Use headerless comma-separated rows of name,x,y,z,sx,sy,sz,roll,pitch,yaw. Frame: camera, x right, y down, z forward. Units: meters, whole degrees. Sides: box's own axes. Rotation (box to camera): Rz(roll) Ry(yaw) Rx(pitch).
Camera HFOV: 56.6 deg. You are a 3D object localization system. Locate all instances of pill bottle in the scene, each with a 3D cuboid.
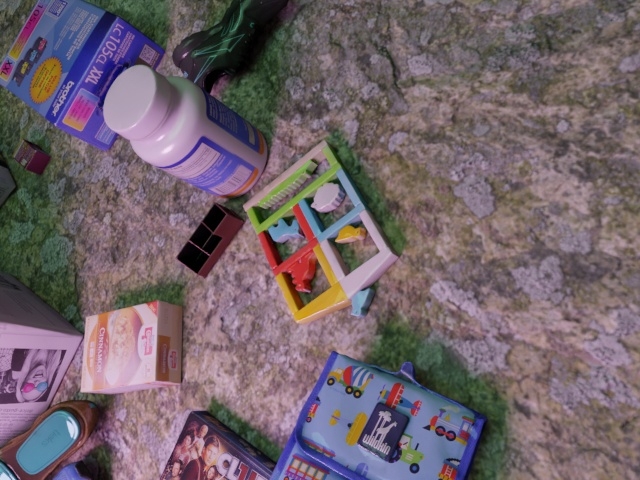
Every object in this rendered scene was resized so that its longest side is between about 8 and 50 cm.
pill bottle,-0.224,-0.182,1.009,0.152,0.272,0.153,-10,70,28

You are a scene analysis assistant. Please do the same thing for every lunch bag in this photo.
lunch bag,0.070,0.300,0.771,0.220,0.138,0.293,18,74,22

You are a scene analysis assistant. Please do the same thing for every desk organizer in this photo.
desk organizer,-0.200,0.000,1.071,0.047,0.050,0.130,40,97,34

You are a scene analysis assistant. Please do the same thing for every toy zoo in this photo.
toy zoo,0.000,0.000,0.962,0.192,0.030,0.293,-36,59,17

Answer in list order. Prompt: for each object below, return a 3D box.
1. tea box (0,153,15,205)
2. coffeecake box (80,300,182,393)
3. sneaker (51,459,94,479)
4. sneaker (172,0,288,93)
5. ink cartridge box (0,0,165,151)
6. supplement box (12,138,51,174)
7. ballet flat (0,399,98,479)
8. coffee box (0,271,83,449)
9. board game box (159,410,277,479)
tea box,-0.995,-0.143,1.495,0.329,0.220,0.323,-47,58,10
coffeecake box,-0.344,0.199,1.086,0.185,0.068,0.143,-14,67,26
sneaker,-0.510,0.528,1.035,0.129,0.147,0.330,38,95,34
sneaker,-0.161,-0.390,1.161,0.267,0.101,0.106,-32,83,18
ink cartridge box,-0.533,-0.384,1.338,0.395,0.151,0.270,32,92,33
supplement box,-0.702,-0.204,1.442,0.083,0.043,0.055,34,94,35
ballet flat,-0.545,0.407,1.108,0.342,0.124,0.116,-41,86,6
coffee box,-0.757,0.239,1.159,0.337,0.338,0.335,25,89,35
board game box,-0.144,0.396,0.918,0.243,0.042,0.165,22,87,34
